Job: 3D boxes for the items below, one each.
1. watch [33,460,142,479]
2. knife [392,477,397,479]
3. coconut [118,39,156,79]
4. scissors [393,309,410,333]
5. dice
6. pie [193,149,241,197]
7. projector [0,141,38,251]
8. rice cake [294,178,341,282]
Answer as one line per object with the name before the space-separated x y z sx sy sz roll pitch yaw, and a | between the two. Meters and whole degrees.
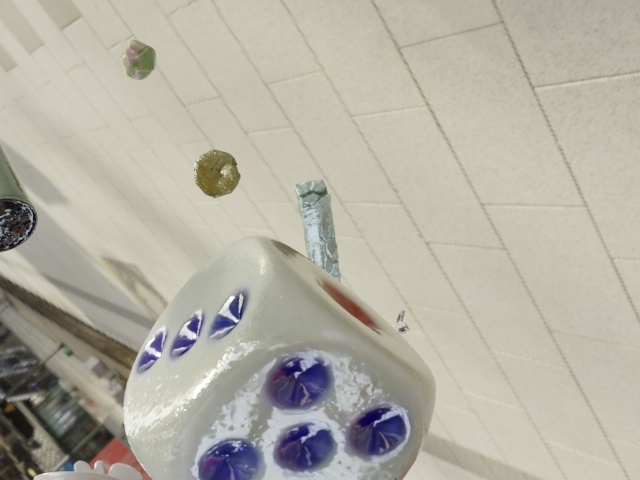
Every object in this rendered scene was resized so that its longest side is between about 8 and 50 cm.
watch | -0.546 0.596 1.630 0.244 0.196 0.231 2 148 -6
knife | -0.023 0.313 0.731 0.026 0.044 0.296 35 129 -20
coconut | -0.401 -0.396 1.534 0.081 0.082 0.083 33 -176 15
scissors | 0.170 0.185 1.474 0.022 0.086 0.176 22 173 1
dice | -0.056 0.198 0.932 0.304 0.304 0.277 36 -174 -28
pie | -0.177 -0.114 1.177 0.084 0.084 0.020 44 171 2
projector | -0.534 -0.126 1.051 0.337 0.108 0.108 50 162 32
rice cake | 0.000 0.000 1.412 0.336 0.066 0.063 79 177 -56
